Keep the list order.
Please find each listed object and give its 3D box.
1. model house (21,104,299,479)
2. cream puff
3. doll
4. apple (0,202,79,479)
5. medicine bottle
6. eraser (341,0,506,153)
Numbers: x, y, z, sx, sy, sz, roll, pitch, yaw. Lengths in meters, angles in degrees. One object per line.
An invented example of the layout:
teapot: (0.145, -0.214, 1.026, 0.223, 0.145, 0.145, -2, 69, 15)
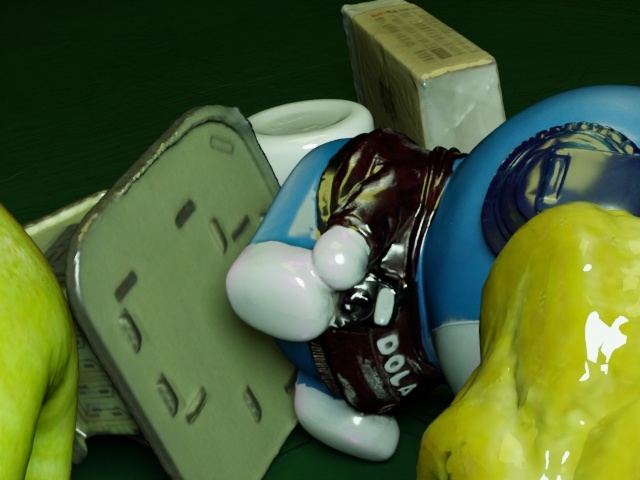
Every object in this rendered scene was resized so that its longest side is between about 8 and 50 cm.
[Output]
model house: (-0.167, 0.050, 1.013, 0.278, 0.218, 0.205, -5, 32, 34)
cream puff: (0.168, 0.106, 0.636, 0.274, 0.323, 0.270, 11, -6, -8)
doll: (0.131, 0.025, 0.905, 0.310, 0.284, 0.240, 7, 68, 26)
apple: (-0.277, 0.093, 0.754, 0.339, 0.340, 0.339, -8, 21, 3)
medicine bottle: (0.000, 0.000, 1.091, 0.102, 0.187, 0.103, -9, 21, 3)
eraser: (0.096, -0.141, 1.478, 0.078, 0.144, 0.343, -14, 21, -8)
